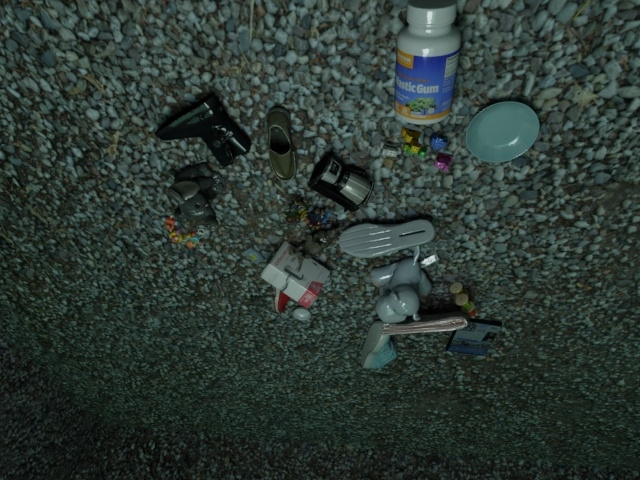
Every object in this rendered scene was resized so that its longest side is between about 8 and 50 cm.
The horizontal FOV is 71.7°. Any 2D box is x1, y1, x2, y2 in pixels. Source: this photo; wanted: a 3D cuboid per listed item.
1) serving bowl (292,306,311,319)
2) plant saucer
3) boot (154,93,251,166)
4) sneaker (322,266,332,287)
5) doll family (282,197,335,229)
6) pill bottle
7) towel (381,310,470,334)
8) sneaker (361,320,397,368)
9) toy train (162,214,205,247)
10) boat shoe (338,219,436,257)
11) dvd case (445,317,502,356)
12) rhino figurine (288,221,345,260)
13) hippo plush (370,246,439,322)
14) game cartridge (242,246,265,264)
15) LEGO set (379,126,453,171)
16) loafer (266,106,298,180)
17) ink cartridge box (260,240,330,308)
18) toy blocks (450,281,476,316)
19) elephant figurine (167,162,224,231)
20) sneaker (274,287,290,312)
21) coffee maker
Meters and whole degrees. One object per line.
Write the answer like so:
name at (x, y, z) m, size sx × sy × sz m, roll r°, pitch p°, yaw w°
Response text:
serving bowl at (-0.082, 0.324, 1.994) m, size 0.083 × 0.027 × 0.083 m, roll 5°, pitch 135°, yaw 5°
plant saucer at (0.511, -0.312, 1.256) m, size 0.194 × 0.038 × 0.195 m, roll 5°, pitch 134°, yaw 6°
boot at (-0.361, -0.309, 1.371) m, size 0.246 × 0.094 × 0.207 m, roll -21°, pitch 124°, yaw 20°
sneaker at (0.023, 0.152, 1.799) m, size 0.058 × 0.052 × 0.135 m, roll 15°, pitch 143°, yaw -19°
doll family at (-0.039, -0.085, 1.554) m, size 0.192 × 0.076 × 0.111 m, roll 21°, pitch 129°, yaw -15°
pill bottle at (0.261, -0.441, 1.091) m, size 0.152 × 0.152 × 0.272 m, roll 1°, pitch 135°, yaw 9°
towel at (0.425, 0.320, 1.754) m, size 0.316 × 0.054 × 0.331 m, roll -9°, pitch 174°, yaw 19°
sneaker at (0.288, 0.477, 2.022) m, size 0.149 × 0.135 × 0.366 m, roll 5°, pitch 144°, yaw -6°
toy train at (-0.537, -0.027, 1.717) m, size 0.166 × 0.046 × 0.125 m, roll 21°, pitch 134°, yaw -10°
boat shoe at (0.236, 0.003, 1.552) m, size 0.334 × 0.121 × 0.119 m, roll -5°, pitch 167°, yaw 16°
dvd case at (0.676, 0.430, 1.969) m, size 0.180 × 0.022 × 0.253 m, roll 8°, pitch 135°, yaw 4°
rhino figurine at (0.000, 0.000, 1.617) m, size 0.243 × 0.106 × 0.073 m, roll -33°, pitch 80°, yaw 33°
hippo plush at (0.327, 0.203, 1.655) m, size 0.234 × 0.237 × 0.294 m, roll 36°, pitch 130°, yaw -23°
game cartridge at (-0.266, 0.060, 1.777) m, size 0.056 × 0.017 × 0.083 m, roll -32°, pitch 122°, yaw 29°
LEGO set at (0.291, -0.267, 1.299) m, size 0.227 × 0.093 × 0.087 m, roll 11°, pitch 135°, yaw -1°
loafer at (-0.127, -0.279, 1.366) m, size 0.094 × 0.088 × 0.251 m, roll 1°, pitch 134°, yaw 9°
ink cartridge box at (-0.093, 0.126, 1.676) m, size 0.217 × 0.159 × 0.092 m, roll 33°, pitch 131°, yaw -2°
toy blocks at (0.576, 0.247, 1.735) m, size 0.054 × 0.123 × 0.148 m, roll -35°, pitch 121°, yaw 19°
elephant figurine at (-0.421, -0.134, 1.453) m, size 0.185 × 0.240 × 0.169 m, roll -21°, pitch 128°, yaw 28°
sneaker at (-0.127, 0.236, 1.877) m, size 0.127 × 0.087 × 0.221 m, roll 8°, pitch 136°, yaw 4°
coffee maker at (0.053, -0.170, 1.419) m, size 0.178 × 0.120 × 0.171 m, roll 29°, pitch 133°, yaw -17°
